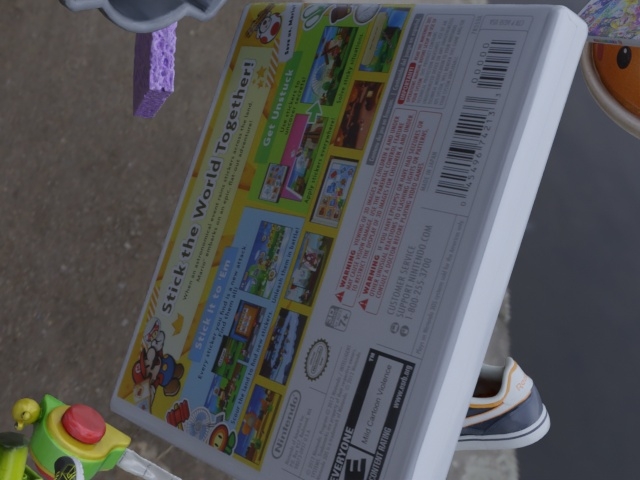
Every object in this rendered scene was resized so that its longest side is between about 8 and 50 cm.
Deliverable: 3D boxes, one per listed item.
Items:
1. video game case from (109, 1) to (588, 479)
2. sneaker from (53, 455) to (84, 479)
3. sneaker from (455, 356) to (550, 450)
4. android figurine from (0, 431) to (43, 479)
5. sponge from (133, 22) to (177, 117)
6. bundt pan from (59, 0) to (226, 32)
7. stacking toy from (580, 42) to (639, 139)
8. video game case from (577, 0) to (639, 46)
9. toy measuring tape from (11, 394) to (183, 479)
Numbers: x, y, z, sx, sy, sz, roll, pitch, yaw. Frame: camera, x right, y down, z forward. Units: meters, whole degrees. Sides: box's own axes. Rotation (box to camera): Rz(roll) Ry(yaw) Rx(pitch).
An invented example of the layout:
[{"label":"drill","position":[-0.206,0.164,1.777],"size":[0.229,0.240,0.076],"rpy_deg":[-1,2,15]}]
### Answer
[{"label":"video game case","position":[0.000,0.000,0.493],"size":[0.026,0.206,0.227],"rpy_deg":[21,85,-43]},{"label":"sneaker","position":[-0.229,0.219,0.958],"size":[0.035,0.031,0.083],"rpy_deg":[11,21,-30]},{"label":"sneaker","position":[0.159,0.239,1.554],"size":[0.127,0.321,0.126],"rpy_deg":[66,24,-20]},{"label":"android figurine","position":[-0.428,0.362,1.283],"size":[0.056,0.273,0.248],"rpy_deg":[26,18,39]},{"label":"sponge","position":[-0.205,-0.223,1.324],"size":[0.031,0.210,0.117],"rpy_deg":[3,87,-15]},{"label":"bundt pan","position":[-0.092,-0.295,0.611],"size":[0.124,0.331,0.331],"rpy_deg":[34,41,23]},{"label":"stacking toy","position":[0.465,-0.354,1.169],"size":[0.350,0.480,0.351],"rpy_deg":[-6,50,7]},{"label":"video game case","position":[0.306,-0.222,1.049],"size":[0.087,0.122,0.011],"rpy_deg":[-47,124,-16]},{"label":"toy measuring tape","position":[-0.325,0.341,1.631],"size":[0.330,0.121,0.121],"rpy_deg":[34,45,-10]}]
